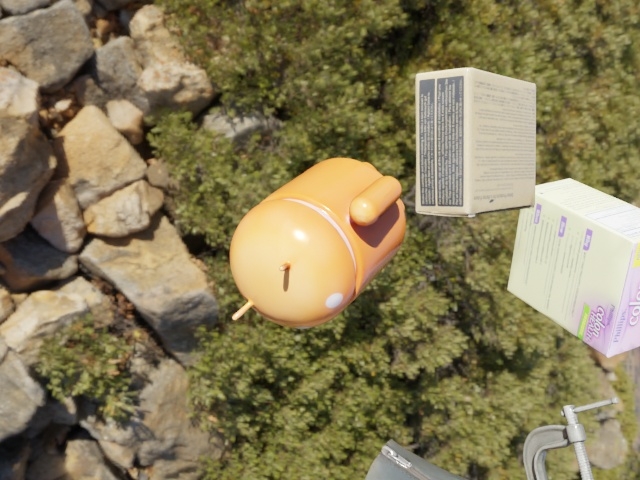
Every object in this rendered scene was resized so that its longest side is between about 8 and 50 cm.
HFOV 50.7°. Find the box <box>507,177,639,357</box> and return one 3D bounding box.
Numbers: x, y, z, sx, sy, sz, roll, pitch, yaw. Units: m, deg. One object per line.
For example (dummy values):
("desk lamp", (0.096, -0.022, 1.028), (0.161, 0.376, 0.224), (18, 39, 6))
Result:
("box", (0.459, 0.037, 1.161), (0.117, 0.243, 0.213), (-12, 119, -24))

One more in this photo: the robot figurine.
("robot figurine", (-0.001, 0.001, 0.644), (0.219, 0.158, 0.128), (-40, 130, -50))

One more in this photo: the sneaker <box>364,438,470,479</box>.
("sneaker", (0.051, 0.209, 0.382), (0.083, 0.118, 0.222), (-67, 168, 22))

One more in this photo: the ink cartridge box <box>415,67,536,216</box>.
("ink cartridge box", (0.228, -0.137, 0.971), (0.234, 0.088, 0.193), (-8, 100, -52))

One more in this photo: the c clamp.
("c clamp", (0.251, 0.244, 0.669), (0.022, 0.137, 0.161), (3, 71, -27))
